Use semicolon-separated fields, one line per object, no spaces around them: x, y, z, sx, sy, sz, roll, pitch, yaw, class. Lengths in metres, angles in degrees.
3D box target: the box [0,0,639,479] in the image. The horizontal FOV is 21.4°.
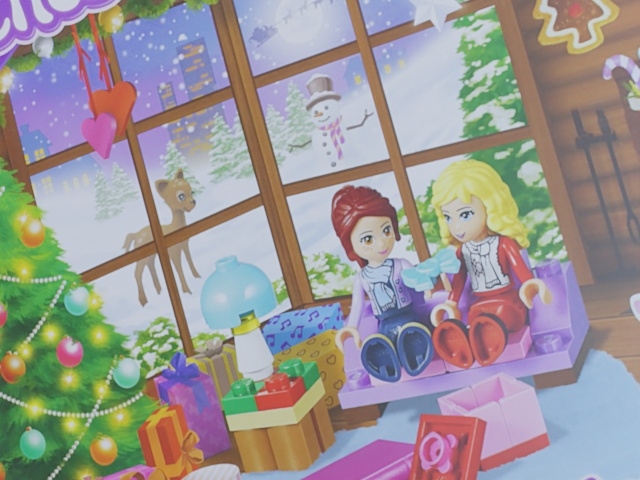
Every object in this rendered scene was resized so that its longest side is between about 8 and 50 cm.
0.000;0.000;0.401;0.057;0.293;0.200;1;72;-67;box
